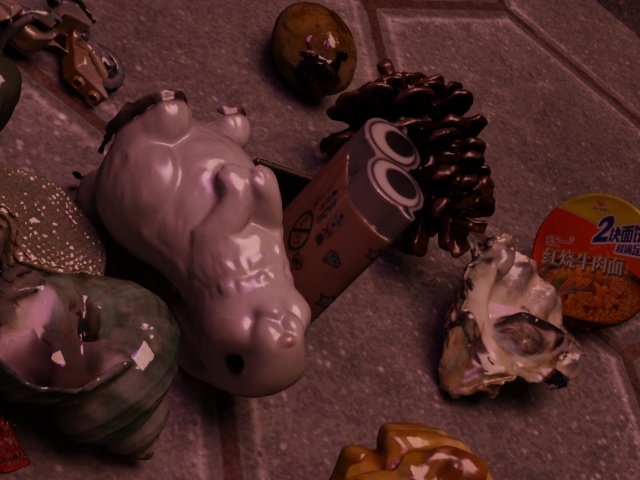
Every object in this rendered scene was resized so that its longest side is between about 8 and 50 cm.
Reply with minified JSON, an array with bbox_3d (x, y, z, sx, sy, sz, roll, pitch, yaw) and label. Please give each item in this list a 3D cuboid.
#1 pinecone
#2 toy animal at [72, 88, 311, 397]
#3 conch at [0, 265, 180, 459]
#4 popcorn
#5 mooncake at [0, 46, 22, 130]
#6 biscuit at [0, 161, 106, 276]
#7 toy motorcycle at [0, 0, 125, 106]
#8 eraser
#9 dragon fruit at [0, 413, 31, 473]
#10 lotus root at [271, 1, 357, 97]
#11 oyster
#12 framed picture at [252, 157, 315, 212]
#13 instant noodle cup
[{"bbox_3d":[0.130,-0.111,1.862,0.244,0.244,0.309,6,56,-41],"label":"pinecone"},{"bbox_3d":[-0.129,0.020,1.482,0.194,0.258,0.357,-1,64,-47],"label":"toy animal"},{"bbox_3d":[-0.241,0.115,1.304,0.277,0.195,0.220,60,4,-29],"label":"conch"},{"bbox_3d":[0.107,0.324,1.397,0.264,0.225,0.332,66,17,13],"label":"popcorn"},{"bbox_3d":[-0.431,-0.181,1.496,0.175,0.104,0.168,9,52,-35],"label":"mooncake"},{"bbox_3d":[-0.351,-0.025,1.450,0.250,0.046,0.147,23,38,-27],"label":"biscuit"},{"bbox_3d":[-0.351,-0.259,1.677,0.229,0.094,0.129,45,37,-19],"label":"toy motorcycle"},{"bbox_3d":[0.000,0.000,1.556,0.087,0.290,0.171,26,38,-24],"label":"eraser"},{"bbox_3d":[-0.352,0.167,1.197,0.162,0.106,0.083,59,44,-23],"label":"dragon fruit"},{"bbox_3d":[-0.015,-0.305,2.033,0.138,0.138,0.214,21,29,-29],"label":"lotus root"},{"bbox_3d":[0.264,0.120,1.860,0.238,0.115,0.351,51,39,-2],"label":"oyster"},{"bbox_3d":[-0.070,-0.063,1.666,0.142,0.183,0.011,17,69,-32],"label":"framed picture"},{"bbox_3d":[0.465,0.031,2.085,0.174,0.213,0.213,-1,52,-57],"label":"instant noodle cup"}]
